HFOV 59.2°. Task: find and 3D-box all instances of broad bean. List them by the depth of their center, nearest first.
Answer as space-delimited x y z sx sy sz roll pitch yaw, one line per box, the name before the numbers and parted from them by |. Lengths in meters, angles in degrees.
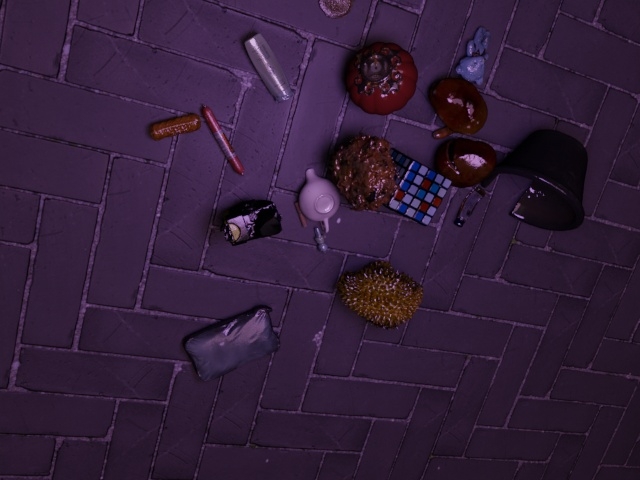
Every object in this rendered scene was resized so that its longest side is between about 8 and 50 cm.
broad bean | 0.466 -0.452 1.891 0.228 0.122 0.156 41 79 -14

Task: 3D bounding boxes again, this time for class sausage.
sausage | -0.302 -0.308 1.754 0.034 0.034 0.253 -30 116 -6

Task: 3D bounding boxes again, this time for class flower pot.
flower pot | 0.802 -0.231 2.000 0.379 0.379 0.251 40 77 -25

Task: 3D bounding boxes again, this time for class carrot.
carrot | 0.465 -0.389 1.969 0.165 0.035 0.036 -21 114 -12

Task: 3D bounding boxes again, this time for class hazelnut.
hazelnut | 0.503 -0.273 1.942 0.203 0.178 0.178 -14 120 33

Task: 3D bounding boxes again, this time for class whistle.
whistle | 0.000 0.000 1.956 0.035 0.035 0.100 -22 112 -9

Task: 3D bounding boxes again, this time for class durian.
durian | 0.212 0.190 1.979 0.292 0.258 0.258 24 100 -19

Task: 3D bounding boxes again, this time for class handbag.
handbag | -0.300 0.359 1.970 0.332 0.075 0.192 -22 110 -6

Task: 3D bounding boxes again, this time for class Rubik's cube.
Rubik's cube | 0.298 -0.179 1.906 0.182 0.187 0.184 25 102 -24

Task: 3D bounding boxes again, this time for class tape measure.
tape measure | -0.224 -0.067 1.781 0.198 0.186 0.112 -11 107 -9

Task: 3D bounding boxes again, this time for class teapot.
teapot | 0.000 -0.125 1.886 0.145 0.092 0.226 -15 115 -11

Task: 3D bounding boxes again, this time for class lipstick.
lipstick | -0.066 -0.089 1.912 0.018 0.019 0.094 -24 114 -9

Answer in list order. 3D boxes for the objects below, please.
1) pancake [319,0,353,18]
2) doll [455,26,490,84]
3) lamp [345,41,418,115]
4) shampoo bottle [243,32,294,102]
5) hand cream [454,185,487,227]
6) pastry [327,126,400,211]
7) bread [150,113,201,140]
pancake | 0.050 -0.736 1.727 0.114 0.011 0.115 -6 110 -16
doll | 0.530 -0.618 1.886 0.120 0.075 0.180 19 102 -26
lamp | 0.191 -0.501 1.755 0.226 0.227 0.227 -6 110 -16
shampoo bottle | -0.156 -0.523 1.715 0.072 0.049 0.212 -38 116 -7
hand cream | 0.552 -0.124 2.091 0.062 0.039 0.163 33 90 -23
pastry | 0.124 -0.213 1.791 0.192 0.274 0.275 -1 110 -36
bread | -0.435 -0.341 1.692 0.157 0.044 0.052 -18 116 -11
